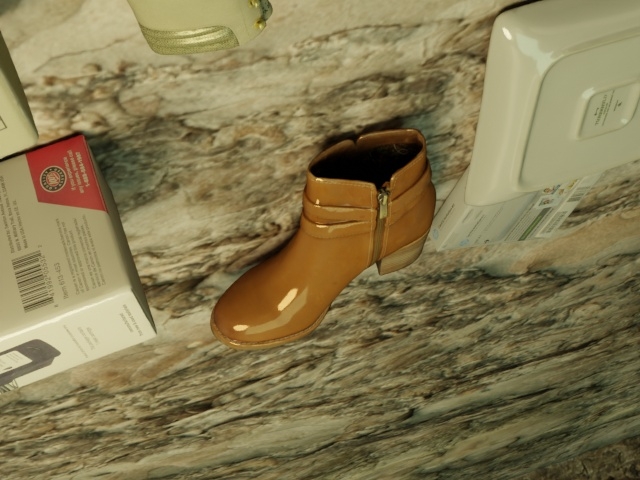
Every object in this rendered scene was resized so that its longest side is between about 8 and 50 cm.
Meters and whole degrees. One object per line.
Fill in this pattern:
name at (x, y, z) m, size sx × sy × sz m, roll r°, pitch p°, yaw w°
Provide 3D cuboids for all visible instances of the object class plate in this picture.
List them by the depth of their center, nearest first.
plate at (0.298, -0.153, 1.083) m, size 0.278 × 0.045 × 0.277 m, roll -17°, pitch 142°, yaw -14°

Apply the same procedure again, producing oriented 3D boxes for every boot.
boot at (-0.057, -0.220, 0.722) m, size 0.213 × 0.077 × 0.165 m, roll -21°, pitch 151°, yaw 7°
boot at (0.000, 0.000, 1.088) m, size 0.283 × 0.109 × 0.220 m, roll -21°, pitch 152°, yaw -9°

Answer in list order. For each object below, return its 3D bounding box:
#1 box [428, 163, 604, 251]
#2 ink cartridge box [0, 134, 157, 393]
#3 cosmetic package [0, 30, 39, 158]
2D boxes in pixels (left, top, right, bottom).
box at (0.241, -0.050, 1.256) m, size 0.186 × 0.038 × 0.145 m, roll -8°, pitch 146°, yaw -28°
ink cartridge box at (-0.285, 0.035, 0.877) m, size 0.237 × 0.172 × 0.100 m, roll -20°, pitch 151°, yaw -6°
cosmetic package at (-0.294, -0.161, 0.593) m, size 0.153 × 0.129 × 0.296 m, roll -21°, pitch 150°, yaw -8°
